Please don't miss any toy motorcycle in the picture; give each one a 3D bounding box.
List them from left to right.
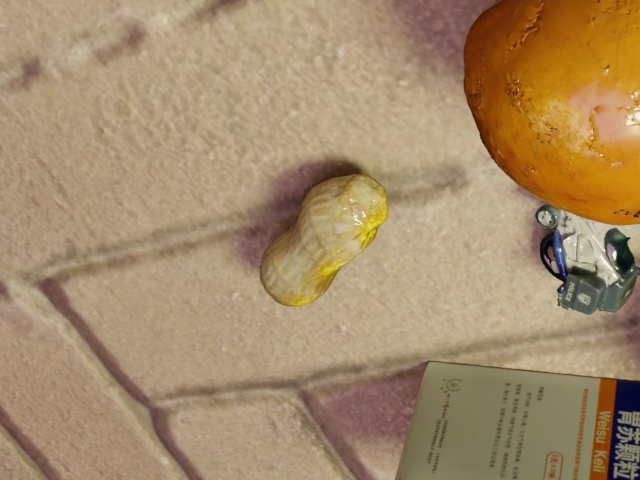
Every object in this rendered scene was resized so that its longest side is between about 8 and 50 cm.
[{"bbox_3d":[0.290,-0.018,1.111,0.150,0.102,0.221,27,134,24],"label":"toy motorcycle"}]

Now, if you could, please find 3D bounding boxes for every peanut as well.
[{"bbox_3d":[0.000,0.000,1.231,0.087,0.087,0.206,33,134,-10],"label":"peanut"}]

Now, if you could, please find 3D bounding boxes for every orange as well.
[{"bbox_3d":[0.235,-0.136,0.928,0.240,0.240,0.240,10,133,11],"label":"orange"}]

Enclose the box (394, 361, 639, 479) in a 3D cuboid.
[{"bbox_3d":[0.248,0.252,1.287,0.300,0.200,0.106,3,129,17],"label":"box"}]
